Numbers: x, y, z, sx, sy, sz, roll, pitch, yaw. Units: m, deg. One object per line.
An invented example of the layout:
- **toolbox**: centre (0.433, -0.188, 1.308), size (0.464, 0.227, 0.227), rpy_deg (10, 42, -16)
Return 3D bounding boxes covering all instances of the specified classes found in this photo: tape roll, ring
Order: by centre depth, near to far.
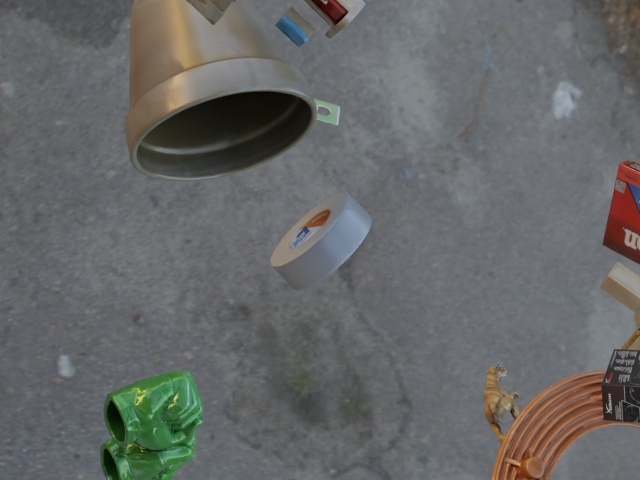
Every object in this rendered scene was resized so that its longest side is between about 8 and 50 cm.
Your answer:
- **ring**: centre (0.326, 0.295, 1.026), size (0.337, 0.032, 0.336), rpy_deg (8, 68, -19)
- **tape roll**: centre (0.000, 0.000, 2.070), size (0.072, 0.219, 0.219), rpy_deg (47, 56, -17)

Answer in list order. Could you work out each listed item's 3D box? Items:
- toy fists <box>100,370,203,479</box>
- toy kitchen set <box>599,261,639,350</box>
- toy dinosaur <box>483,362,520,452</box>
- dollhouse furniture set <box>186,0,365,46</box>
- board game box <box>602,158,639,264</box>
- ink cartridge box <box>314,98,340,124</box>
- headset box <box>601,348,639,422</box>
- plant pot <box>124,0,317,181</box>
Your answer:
- **toy fists**: centre (-0.254, 0.297, 1.562), size (0.142, 0.279, 0.096), rpy_deg (-23, 59, -29)
- **toy kitchen set**: centre (0.296, 0.071, 0.973), size (0.075, 0.083, 0.068), rpy_deg (37, 37, 12)
- **toy dinosaur**: centre (0.245, 0.237, 1.393), size (0.112, 0.064, 0.211), rpy_deg (59, 11, -7)
- **dollhouse furniture set**: centre (-0.054, -0.298, 1.198), size (0.184, 0.129, 0.129), rpy_deg (41, 77, -11)
- **board game box**: centre (0.533, 0.003, 1.427), size (0.027, 0.281, 0.145), rpy_deg (-24, 130, -33)
- **ink cartridge box**: centre (-0.082, -0.261, 2.010), size (0.235, 0.171, 0.056), rpy_deg (18, 110, -4)
- **headset box**: centre (0.254, 0.108, 0.741), size (0.062, 0.083, 0.032), rpy_deg (-42, 128, -59)
- **plant pot**: centre (-0.199, -0.293, 1.715), size (0.323, 0.323, 0.280), rpy_deg (-5, 69, -39)
